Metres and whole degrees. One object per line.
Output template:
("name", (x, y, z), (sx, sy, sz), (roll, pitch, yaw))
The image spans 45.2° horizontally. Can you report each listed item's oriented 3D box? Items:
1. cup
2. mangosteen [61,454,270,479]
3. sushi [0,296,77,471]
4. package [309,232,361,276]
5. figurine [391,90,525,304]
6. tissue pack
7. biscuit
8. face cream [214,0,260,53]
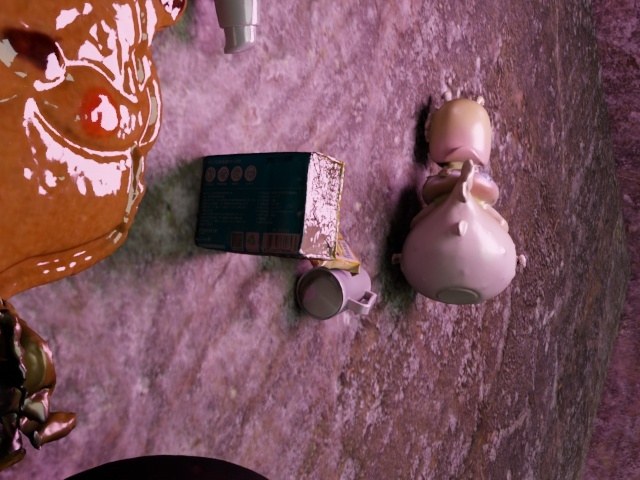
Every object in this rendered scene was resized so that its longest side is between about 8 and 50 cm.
("cup", (0.035, 0.077, 1.117), (0.116, 0.104, 0.074), (-8, 116, -60))
("mangosteen", (-0.138, 0.393, 0.654), (0.382, 0.381, 0.435), (-57, 154, -38))
("sushi", (-0.291, 0.095, 0.521), (0.204, 0.199, 0.213), (-33, 126, -60))
("package", (0.001, 0.000, 1.073), (0.120, 0.031, 0.108), (15, 37, -56))
("figurine", (0.247, -0.095, 1.337), (0.274, 0.226, 0.395), (84, 12, -68))
("tissue pack", (-0.058, -0.041, 0.896), (0.082, 0.169, 0.120), (8, 86, -52))
("biscuit", (-0.266, -0.157, 0.662), (0.349, 0.078, 0.456), (21, 76, -52))
("face cream", (-0.099, -0.340, 0.865), (0.101, 0.101, 0.252), (-22, 111, -55))
